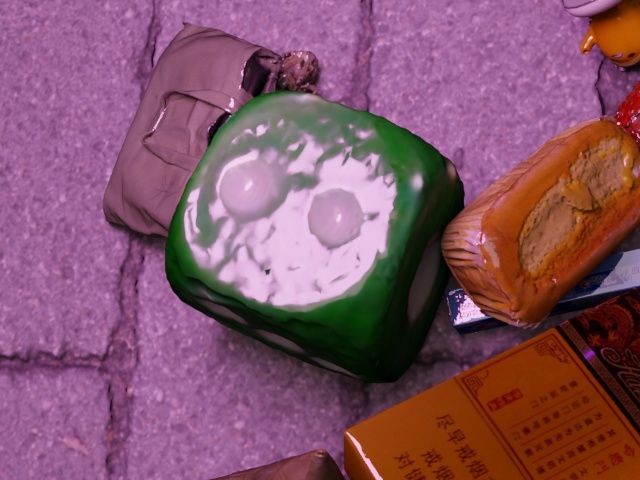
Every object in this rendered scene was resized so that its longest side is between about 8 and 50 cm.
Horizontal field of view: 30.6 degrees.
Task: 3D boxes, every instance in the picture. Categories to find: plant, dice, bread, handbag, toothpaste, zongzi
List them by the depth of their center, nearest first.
[{"bbox_3d":[-0.086,0.312,1.416,0.274,0.300,0.145,2,52,18],"label":"zongzi"},{"bbox_3d":[0.285,-0.026,1.436,0.288,0.119,0.152,-39,105,-23],"label":"bread"},{"bbox_3d":[0.000,0.000,1.477,0.300,0.297,0.287,20,80,20],"label":"dice"},{"bbox_3d":[0.301,0.066,1.499,0.272,0.066,0.053,-13,74,12],"label":"toothpaste"},{"bbox_3d":[-0.179,-0.149,1.623,0.253,0.109,0.315,17,82,53],"label":"handbag"},{"bbox_3d":[-0.041,-0.209,1.671,0.122,0.104,0.116,50,130,-7],"label":"plant"}]

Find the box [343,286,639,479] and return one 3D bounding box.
[{"bbox_3d":[0.268,0.251,1.340,0.415,0.115,0.264,-24,56,-16],"label":"box"}]

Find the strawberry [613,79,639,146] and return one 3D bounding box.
[{"bbox_3d":[0.447,-0.156,1.510,0.140,0.085,0.192,41,87,23],"label":"strawberry"}]

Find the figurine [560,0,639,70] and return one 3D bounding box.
[{"bbox_3d":[0.428,-0.325,1.553,0.250,0.167,0.141,-48,111,-28],"label":"figurine"}]
